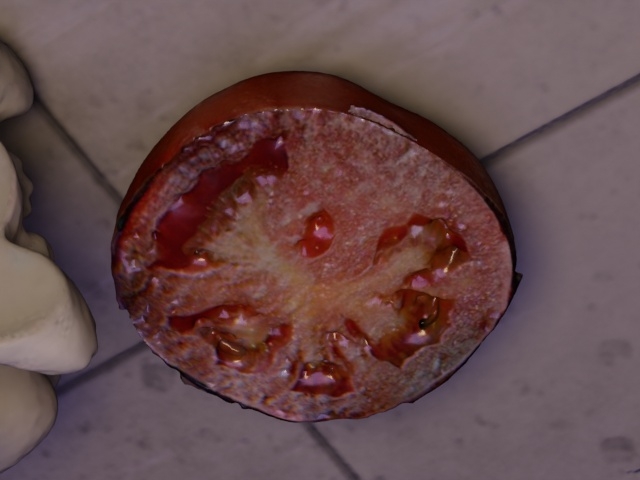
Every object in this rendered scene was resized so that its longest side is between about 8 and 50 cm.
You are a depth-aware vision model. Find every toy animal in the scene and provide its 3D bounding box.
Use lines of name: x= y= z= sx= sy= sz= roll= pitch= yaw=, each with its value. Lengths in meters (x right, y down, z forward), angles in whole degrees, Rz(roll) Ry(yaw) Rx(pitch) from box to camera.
toy animal: x=-0.240 y=0.044 z=1.052 sx=0.206 sy=0.272 sz=0.265 roll=-10 pitch=149 yaw=-19

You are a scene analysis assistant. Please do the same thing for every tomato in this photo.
tomato: x=-0.002 y=-0.002 z=1.062 sx=0.225 sy=0.085 sz=0.225 roll=1 pitch=124 yaw=1
